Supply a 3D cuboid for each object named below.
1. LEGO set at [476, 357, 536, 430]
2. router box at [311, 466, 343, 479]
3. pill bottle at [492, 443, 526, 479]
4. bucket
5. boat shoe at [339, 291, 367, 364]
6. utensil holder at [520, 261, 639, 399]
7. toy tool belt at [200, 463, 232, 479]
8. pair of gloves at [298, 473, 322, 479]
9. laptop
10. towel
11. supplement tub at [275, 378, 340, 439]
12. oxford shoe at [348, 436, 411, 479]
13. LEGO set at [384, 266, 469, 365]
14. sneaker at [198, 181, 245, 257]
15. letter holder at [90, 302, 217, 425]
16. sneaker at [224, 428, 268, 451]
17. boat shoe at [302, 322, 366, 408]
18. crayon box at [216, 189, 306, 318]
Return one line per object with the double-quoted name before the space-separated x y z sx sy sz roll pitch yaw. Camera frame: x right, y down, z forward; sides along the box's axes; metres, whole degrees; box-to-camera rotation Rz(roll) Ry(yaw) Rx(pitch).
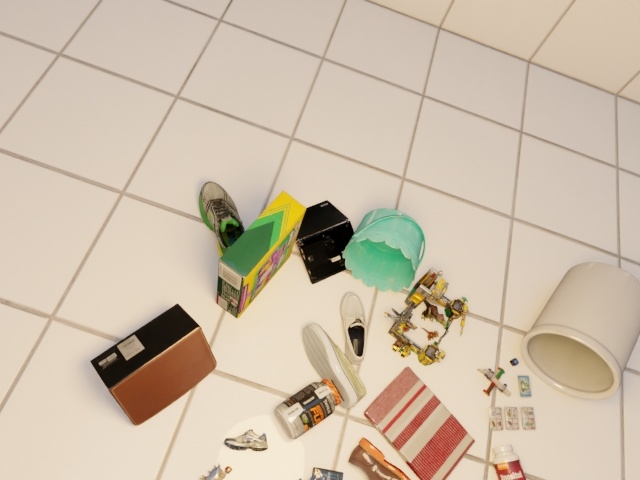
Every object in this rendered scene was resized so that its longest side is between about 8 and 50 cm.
"LEGO set" 0.657 0.541 1.843 0.182 0.060 0.245 5 71 -15
"router box" 0.015 0.757 1.574 0.092 0.038 0.123 14 61 -6
"pill bottle" 0.613 0.748 1.693 0.085 0.086 0.152 -5 64 -16
"bucket" 0.234 0.031 1.867 0.281 0.281 0.183 25 53 0
"boat shoe" 0.125 0.295 1.809 0.095 0.084 0.258 -1 64 -13
"utensil holder" 0.951 0.311 1.866 0.327 0.328 0.385 40 59 8
"toy tool belt" -0.306 0.684 1.529 0.083 0.052 0.051 -39 86 -27
"pair of gloves" -0.016 0.786 1.508 0.159 0.023 0.198 -46 55 -11
"laptop" 0.000 0.000 1.972 0.234 0.136 0.265 -23 96 -22
"towel" 0.328 0.616 1.724 0.237 0.037 0.329 -37 78 -28
"supplement tub" -0.037 0.524 1.636 0.190 0.117 0.117 -28 73 -24
"oxford shoe" 0.207 0.739 1.611 0.271 0.097 0.098 39 79 15
"LEGO set" 0.394 0.259 1.829 0.255 0.192 0.331 43 62 10
"sneaker" -0.332 -0.074 1.855 0.134 0.146 0.344 -21 69 -22
"letter holder" -0.497 0.382 1.598 0.301 0.215 0.152 -35 44 -25
"sneaker" -0.227 0.609 1.593 0.135 0.052 0.058 11 51 -16
"boat shoe" 0.043 0.409 1.737 0.094 0.109 0.303 -14 69 -46
"crayon box" -0.200 0.055 1.695 0.106 0.363 0.313 35 61 6
